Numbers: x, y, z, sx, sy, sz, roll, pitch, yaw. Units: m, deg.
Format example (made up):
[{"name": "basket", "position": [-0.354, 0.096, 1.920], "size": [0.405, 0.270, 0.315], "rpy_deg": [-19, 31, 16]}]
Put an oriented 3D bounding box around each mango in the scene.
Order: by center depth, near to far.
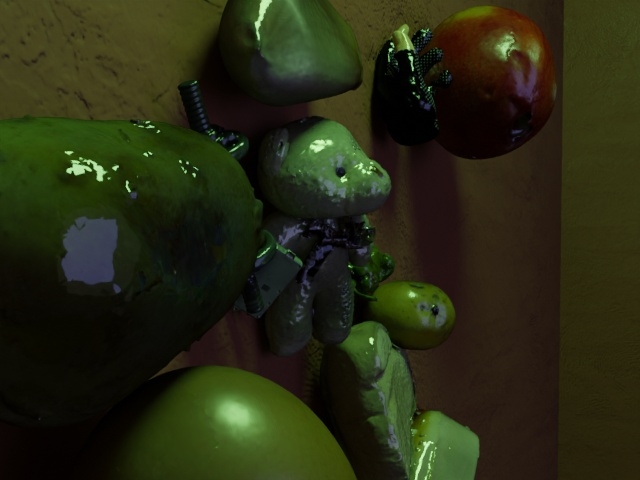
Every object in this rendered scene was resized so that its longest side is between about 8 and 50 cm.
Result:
[{"name": "mango", "position": [0.131, 0.116, 1.241], "size": [0.195, 0.137, 0.098], "rpy_deg": [78, 13, -76]}]

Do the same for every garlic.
[{"name": "garlic", "position": [-0.030, -0.219, 0.913], "size": [0.318, 0.112, 0.143], "rpy_deg": [-22, 89, -61]}]

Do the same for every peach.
[{"name": "peach", "position": [0.277, -0.256, 1.399], "size": [0.238, 0.281, 0.281], "rpy_deg": [15, 72, -20]}]

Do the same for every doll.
[{"name": "doll", "position": [0.004, -0.001, 0.961], "size": [0.175, 0.149, 0.278], "rpy_deg": [-38, 132, -67]}]

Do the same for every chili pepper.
[{"name": "chili pepper", "position": [0.051, 0.043, 1.135], "size": [0.204, 0.073, 0.072], "rpy_deg": [-22, 93, -74]}]

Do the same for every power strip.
[{"name": "power strip", "position": [-0.059, 0.044, 0.898], "size": [0.040, 0.090, 0.016], "rpy_deg": [35, 11, -21]}]

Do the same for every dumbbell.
[{"name": "dumbbell", "position": [-0.095, -0.035, 0.817], "size": [0.081, 0.082, 0.254], "rpy_deg": [-54, 137, -51]}]

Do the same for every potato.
[{"name": "potato", "position": [-0.153, 0.011, 0.592], "size": [0.307, 0.173, 0.210], "rpy_deg": [-26, 112, -59]}]

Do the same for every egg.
[{"name": "egg", "position": [-0.082, 0.245, 0.644], "size": [0.250, 0.250, 0.322], "rpy_deg": [-52, 143, -52]}]

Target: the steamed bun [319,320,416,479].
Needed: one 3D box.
[{"name": "steamed bun", "position": [0.059, 0.204, 1.117], "size": [0.231, 0.110, 0.212], "rpy_deg": [-74, 149, -64]}]

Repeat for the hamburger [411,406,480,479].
[{"name": "hamburger", "position": [0.133, 0.389, 1.221], "size": [0.227, 0.151, 0.295], "rpy_deg": [97, 10, -47]}]

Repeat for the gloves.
[{"name": "gloves", "position": [0.130, -0.250, 1.280], "size": [0.129, 0.106, 0.180], "rpy_deg": [18, 53, -43]}]
